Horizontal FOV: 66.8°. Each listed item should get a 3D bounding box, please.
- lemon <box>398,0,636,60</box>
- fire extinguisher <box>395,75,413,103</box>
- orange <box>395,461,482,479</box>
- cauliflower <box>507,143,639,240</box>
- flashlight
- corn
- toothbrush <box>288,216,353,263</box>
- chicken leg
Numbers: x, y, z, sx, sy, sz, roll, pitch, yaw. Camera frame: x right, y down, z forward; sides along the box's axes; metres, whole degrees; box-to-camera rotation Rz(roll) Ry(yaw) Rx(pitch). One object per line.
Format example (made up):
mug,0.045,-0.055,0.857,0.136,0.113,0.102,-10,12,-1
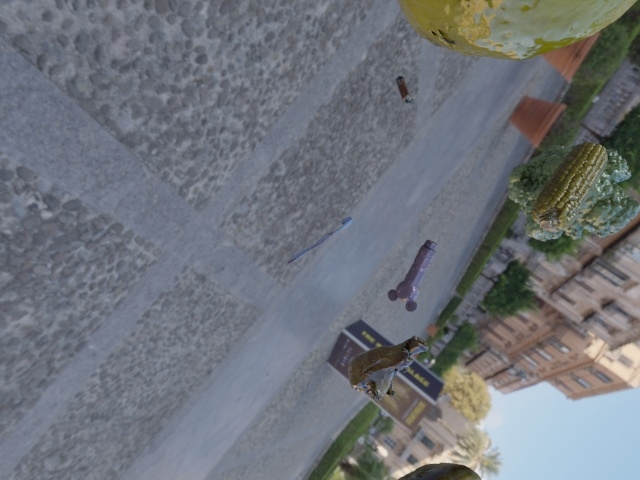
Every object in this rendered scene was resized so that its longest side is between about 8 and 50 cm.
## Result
lemon,0.261,-0.403,0.597,0.386,0.350,0.350,-7,151,-6
fire extinguisher,0.214,-0.378,1.228,0.028,0.083,0.022,-15,157,3
orange,0.173,0.410,0.539,0.210,0.368,0.271,-55,-163,40
cauliflower,0.648,-0.097,1.260,0.260,0.327,0.281,-37,127,-12
flashlight,0.145,0.051,0.733,0.031,0.052,0.110,13,105,-59
corn,0.465,-0.104,0.903,0.238,0.080,0.080,-48,163,-28
toothbrush,0.000,0.000,1.185,0.193,0.019,0.013,-35,142,-6
chicken leg,0.137,0.259,0.984,0.085,0.101,0.207,12,140,-40
